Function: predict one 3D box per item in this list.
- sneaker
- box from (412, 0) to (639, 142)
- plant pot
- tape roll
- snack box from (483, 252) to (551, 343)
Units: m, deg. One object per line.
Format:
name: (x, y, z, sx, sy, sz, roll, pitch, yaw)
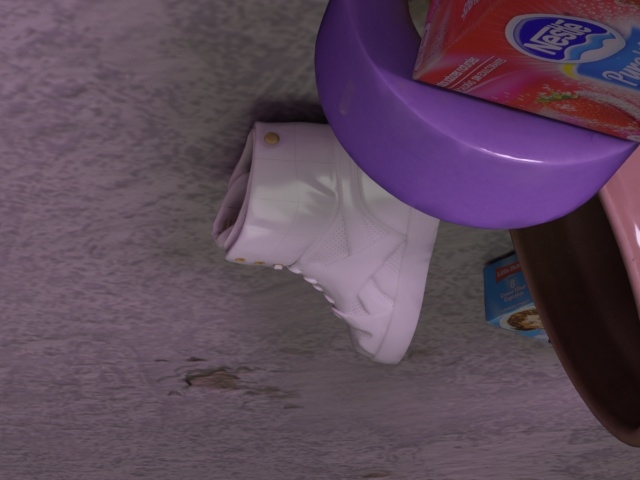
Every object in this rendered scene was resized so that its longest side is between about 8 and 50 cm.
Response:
sneaker: (0.000, 0.000, 1.087, 0.169, 0.108, 0.292, 1, 145, -2)
box: (0.147, -0.140, 0.553, 0.142, 0.154, 0.300, 15, 176, -6)
plant pot: (0.265, -0.020, 0.922, 0.229, 0.263, 0.263, -18, 155, -7)
tape roll: (0.096, -0.106, 0.756, 0.189, 0.189, 0.080, 4, 155, -11)
snack box: (0.317, 0.019, 1.180, 0.187, 0.060, 0.322, 19, 148, -36)
